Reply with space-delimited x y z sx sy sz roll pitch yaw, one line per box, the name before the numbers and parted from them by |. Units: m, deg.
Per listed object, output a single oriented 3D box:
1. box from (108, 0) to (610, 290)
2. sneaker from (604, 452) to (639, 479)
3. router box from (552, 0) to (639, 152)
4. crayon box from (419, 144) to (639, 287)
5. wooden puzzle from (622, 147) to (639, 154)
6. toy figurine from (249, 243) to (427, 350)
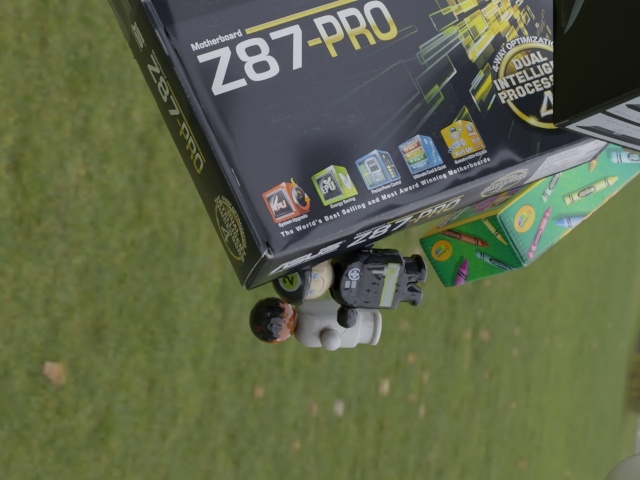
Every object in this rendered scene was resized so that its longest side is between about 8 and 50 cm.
box | 0.046 -0.167 1.271 0.318 0.395 0.097 64 -23 15
sneaker | 0.254 0.226 0.974 0.106 0.123 0.290 -57 -157 12
router box | 0.243 -0.233 0.805 0.243 0.081 0.308 -22 -119 56
crayon box | 0.283 -0.049 1.841 0.278 0.165 0.081 -35 99 -34
wooden puzzle | 0.345 -0.050 1.067 0.239 0.221 0.044 -26 132 -74
toy figurine | 0.000 0.000 1.380 0.209 0.148 0.213 129 -40 -61
